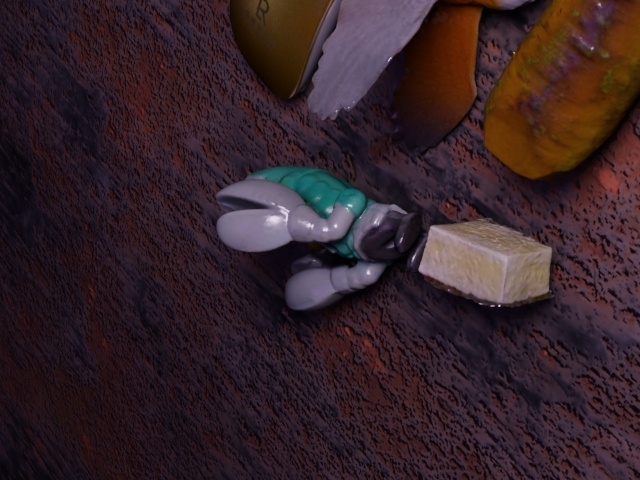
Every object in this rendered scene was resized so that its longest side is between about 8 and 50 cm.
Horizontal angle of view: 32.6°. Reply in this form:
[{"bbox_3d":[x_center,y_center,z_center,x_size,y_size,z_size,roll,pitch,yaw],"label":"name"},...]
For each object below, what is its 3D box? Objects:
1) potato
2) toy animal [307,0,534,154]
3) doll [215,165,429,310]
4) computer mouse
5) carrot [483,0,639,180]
[{"bbox_3d":[0.165,0.022,1.067,0.122,0.086,0.061,24,119,52],"label":"potato"},{"bbox_3d":[0.074,-0.271,1.076,0.302,0.225,0.284,-43,64,21],"label":"toy animal"},{"bbox_3d":[-0.013,-0.014,1.210,0.195,0.153,0.258,44,156,-14],"label":"doll"},{"bbox_3d":[-0.021,-0.303,1.225,0.158,0.072,0.310,52,133,26],"label":"computer mouse"},{"bbox_3d":[0.242,-0.182,0.909,0.114,0.114,0.302,52,130,29],"label":"carrot"}]
